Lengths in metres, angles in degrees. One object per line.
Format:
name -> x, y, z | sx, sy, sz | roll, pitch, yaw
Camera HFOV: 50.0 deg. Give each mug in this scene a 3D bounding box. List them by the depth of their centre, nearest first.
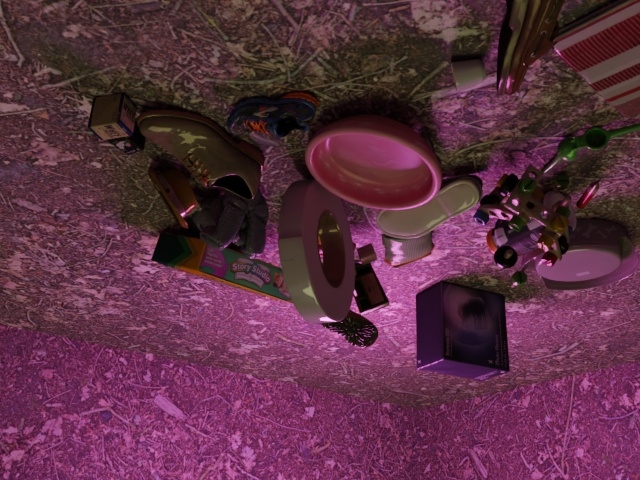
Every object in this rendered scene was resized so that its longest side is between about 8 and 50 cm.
mug -> 0.305, -0.346, 1.410 | 0.064, 0.078, 0.062 | -13, 119, 11

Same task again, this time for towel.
towel -> 0.633, -0.366, 1.350 | 0.329, 0.037, 0.237 | 25, 149, -36

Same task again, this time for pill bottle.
pill bottle -> 0.582, -0.035, 1.932 | 0.130, 0.130, 0.245 | 17, 150, -27

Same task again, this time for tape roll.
tape roll -> -0.002, 0.026, 1.817 | 0.072, 0.392, 0.392 | -7, 153, 20

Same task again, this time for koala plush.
koala plush -> -0.275, -0.070, 1.929 | 0.221, 0.203, 0.196 | 8, 173, 42

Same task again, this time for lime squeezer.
lime squeezer -> 0.638, -0.221, 1.626 | 0.110, 0.059, 0.310 | 22, 147, -34

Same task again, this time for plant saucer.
plant saucer -> 0.130, -0.192, 1.642 | 0.332, 0.084, 0.332 | 13, 154, 6

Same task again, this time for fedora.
fedora -> -0.383, -0.127, 1.826 | 0.079, 0.194, 0.194 | -32, 157, -13

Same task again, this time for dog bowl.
dog bowl -> 0.791, 0.046, 2.116 | 0.349, 0.102, 0.349 | 2, 155, 1

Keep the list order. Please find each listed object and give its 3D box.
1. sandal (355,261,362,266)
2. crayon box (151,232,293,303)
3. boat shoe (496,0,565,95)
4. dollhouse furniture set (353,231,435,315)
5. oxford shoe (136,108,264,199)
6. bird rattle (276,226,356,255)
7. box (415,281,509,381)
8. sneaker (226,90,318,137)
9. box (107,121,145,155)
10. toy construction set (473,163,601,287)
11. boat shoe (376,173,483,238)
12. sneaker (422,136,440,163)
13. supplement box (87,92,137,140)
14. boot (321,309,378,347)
sandal -> 0.052, 0.137, 2.391 | 0.303, 0.120, 0.086 | -6, -179, 20
crayon box -> -0.298, 0.087, 2.167 | 0.363, 0.106, 0.313 | 23, 172, -37
boat shoe -> 0.388, -0.375, 1.263 | 0.104, 0.111, 0.307 | 1, 155, 6
dollhouse furniture set -> 0.225, 0.080, 2.071 | 0.301, 0.151, 0.197 | -22, 153, 0
oxford shoe -> -0.281, -0.205, 1.653 | 0.348, 0.130, 0.123 | 21, 149, -33
bird rattle -> 0.000, 0.000, 2.074 | 0.253, 0.143, 0.207 | 8, 138, -17
box -> 0.519, 0.338, 2.522 | 0.294, 0.296, 0.183 | 13, 153, -21
sneaker -> -0.114, -0.273, 1.547 | 0.221, 0.087, 0.083 | -9, 152, 22
box -> -0.466, -0.255, 1.645 | 0.052, 0.062, 0.083 | -13, 150, 26
toy construction set -> 0.551, -0.086, 1.679 | 0.309, 0.257, 0.237 | -28, 160, -11
boat shoe -> 0.297, -0.095, 1.855 | 0.319, 0.099, 0.116 | -23, 103, 37
sneaker -> 0.257, -0.204, 1.700 | 0.061, 0.054, 0.152 | -4, 154, 20
supplement box -> -0.474, -0.282, 1.564 | 0.083, 0.083, 0.056 | -6, 154, 15
boot -> 0.041, 0.186, 2.073 | 0.236, 0.269, 0.089 | 36, 101, -35
